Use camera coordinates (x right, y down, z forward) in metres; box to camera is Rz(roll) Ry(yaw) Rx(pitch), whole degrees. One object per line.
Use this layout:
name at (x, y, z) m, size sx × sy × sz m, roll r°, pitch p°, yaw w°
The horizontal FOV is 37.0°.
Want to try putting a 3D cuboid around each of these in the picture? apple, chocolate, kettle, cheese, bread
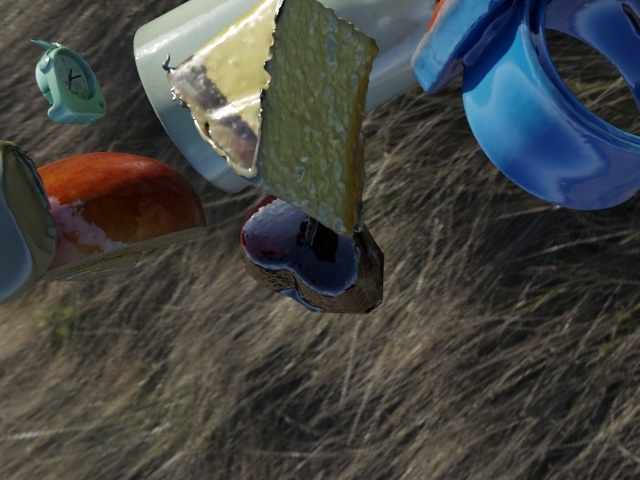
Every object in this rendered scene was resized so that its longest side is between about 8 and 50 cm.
apple at (-0.395, -0.004, 1.611) m, size 0.295 × 0.365 × 0.328 m, roll 38°, pitch 122°, yaw 28°
chocolate at (0.000, 0.000, 0.898) m, size 0.149 × 0.080 × 0.125 m, roll 28°, pitch 84°, yaw 12°
kettle at (-0.005, -0.269, 1.270) m, size 0.377 × 0.361 × 0.250 m, roll -27°, pitch 100°, yaw 17°
cheese at (-0.370, -0.002, 0.954) m, size 0.091 × 0.203 × 0.175 m, roll -117°, pitch 14°, yaw -48°
bread at (-0.014, -0.086, 0.675) m, size 0.127 × 0.147 × 0.152 m, roll -33°, pitch 63°, yaw 20°

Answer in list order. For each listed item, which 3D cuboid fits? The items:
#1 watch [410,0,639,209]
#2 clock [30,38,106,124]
watch at (0.279, -0.188, 0.956) m, size 0.274 × 0.305 × 0.241 m, roll 53°, pitch 153°, yaw 8°
clock at (-0.367, -0.233, 1.378) m, size 0.041 × 0.101 × 0.135 m, roll -25°, pitch 83°, yaw 25°
